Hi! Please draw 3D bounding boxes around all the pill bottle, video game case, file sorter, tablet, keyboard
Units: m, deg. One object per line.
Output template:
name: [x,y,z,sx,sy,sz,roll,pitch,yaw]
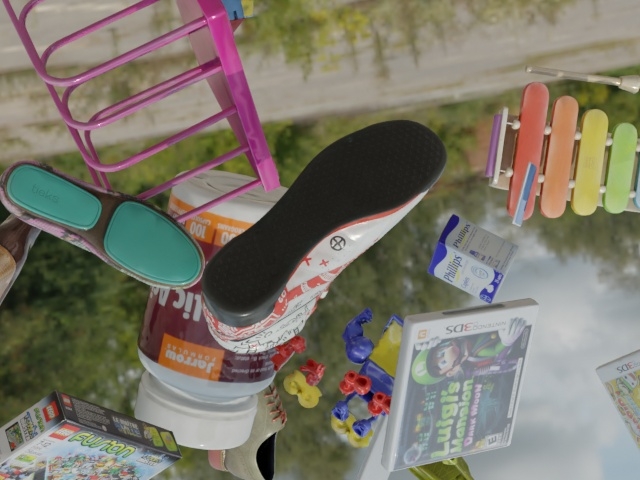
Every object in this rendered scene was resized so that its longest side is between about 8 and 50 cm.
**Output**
pill bottle: [-0.158,0.105,1.865,0.224,0.392,0.224,13,-168,-3]
video game case: [0.609,0.298,2.135,0.026,0.227,0.206,-23,171,-34]
file sorter: [-0.184,-0.168,1.232,0.182,0.202,0.291,-26,149,-6]
video game case: [0.157,0.162,1.355,0.173,0.190,0.022,-6,-153,-28]
tablet: [0.268,-0.061,1.588,0.006,0.083,0.054,15,-179,19]
keyboard: [0.111,0.378,2.154,0.014,0.256,0.072,17,171,46]

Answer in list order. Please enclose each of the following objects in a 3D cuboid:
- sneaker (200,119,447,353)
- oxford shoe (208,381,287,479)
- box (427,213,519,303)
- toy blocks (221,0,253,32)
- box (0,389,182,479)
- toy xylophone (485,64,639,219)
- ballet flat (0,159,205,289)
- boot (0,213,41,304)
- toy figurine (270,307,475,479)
sneaker: [-0.001,0.000,1.129,0.270,0.090,0.145,-39,165,-18]
oxford shoe: [-0.106,0.267,2.107,0.130,0.348,0.123,21,-149,25]
box: [0.278,0.035,2.219,0.137,0.072,0.126,27,153,10]
toy blocks: [-0.191,-0.506,2.189,0.191,0.261,0.381,-14,-168,-14]
box: [-0.247,0.220,1.250,0.114,0.036,0.207,-34,148,13]
toy xylophone: [0.392,-0.147,1.822,0.322,0.236,0.081,0,-179,-14]
ballet flat: [-0.221,-0.015,1.227,0.221,0.077,0.079,25,168,-10]
boot: [-0.496,0.027,1.916,0.207,0.090,0.248,-55,-172,-27]
toy figurine: [0.133,0.198,1.766,0.217,0.362,0.191,-46,164,-27]
